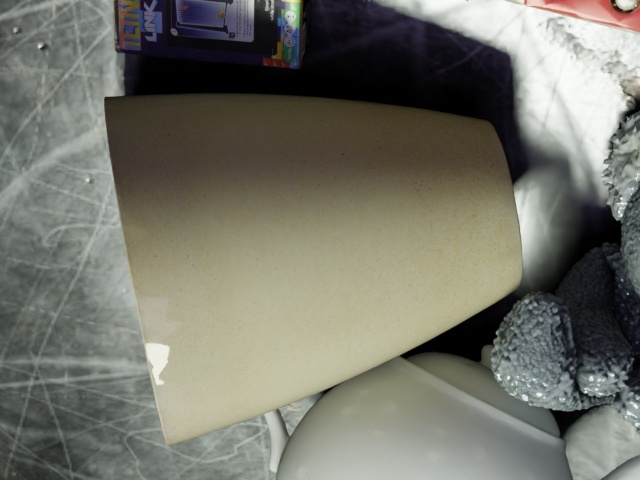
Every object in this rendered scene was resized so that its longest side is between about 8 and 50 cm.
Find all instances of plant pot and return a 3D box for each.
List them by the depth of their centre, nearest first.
[{"bbox_3d":[0.000,0.000,1.359,0.274,0.256,0.256,-10,119,-4],"label":"plant pot"}]

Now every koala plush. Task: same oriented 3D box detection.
[{"bbox_3d":[0.256,0.028,1.378,0.196,0.203,0.221,23,100,9],"label":"koala plush"}]

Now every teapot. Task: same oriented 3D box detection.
[{"bbox_3d":[0.095,0.166,1.455,0.256,0.252,0.187,27,88,-36],"label":"teapot"}]

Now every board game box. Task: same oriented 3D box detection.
[{"bbox_3d":[-0.077,-0.213,1.340,0.141,0.048,0.170,7,121,7],"label":"board game box"}]

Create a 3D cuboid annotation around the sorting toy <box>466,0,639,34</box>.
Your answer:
[{"bbox_3d":[0.141,-0.270,1.249,0.255,0.089,0.257,14,121,1],"label":"sorting toy"}]
